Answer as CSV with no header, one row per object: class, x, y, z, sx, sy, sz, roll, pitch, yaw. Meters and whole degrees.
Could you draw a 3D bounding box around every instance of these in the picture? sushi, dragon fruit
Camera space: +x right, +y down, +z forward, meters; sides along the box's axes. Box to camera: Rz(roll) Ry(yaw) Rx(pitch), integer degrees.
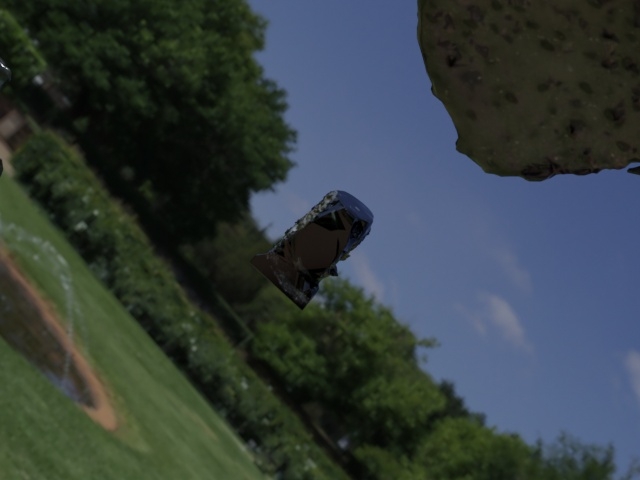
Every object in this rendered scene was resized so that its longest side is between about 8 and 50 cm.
sushi,0.000,0.000,0.883,0.056,0.083,0.085,41,14,4
dragon fruit,0.207,-0.164,0.579,0.283,0.221,0.204,3,-57,34

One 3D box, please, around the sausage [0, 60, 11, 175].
sausage,-0.226,-0.052,0.381,0.125,0.117,0.317,9,4,5
